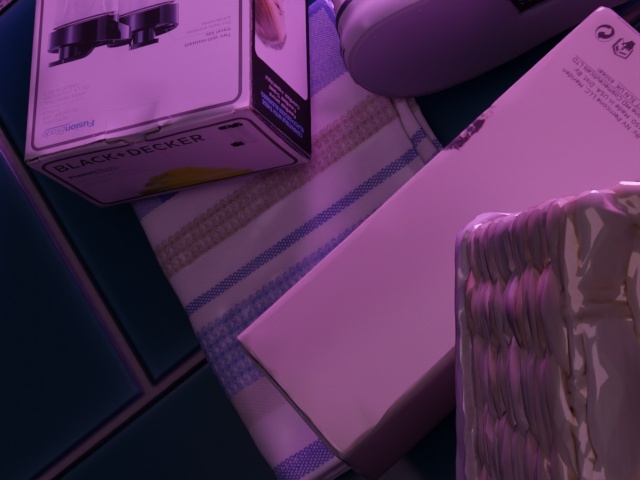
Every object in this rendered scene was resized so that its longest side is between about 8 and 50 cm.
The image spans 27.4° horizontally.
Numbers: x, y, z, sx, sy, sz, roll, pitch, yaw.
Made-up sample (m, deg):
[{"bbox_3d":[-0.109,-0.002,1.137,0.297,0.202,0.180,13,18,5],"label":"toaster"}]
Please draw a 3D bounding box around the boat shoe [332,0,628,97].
[{"bbox_3d":[0.169,-0.225,0.801,0.367,0.136,0.156,-24,59,20],"label":"boat shoe"}]

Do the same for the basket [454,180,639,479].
[{"bbox_3d":[0.233,0.129,0.539,0.328,0.266,0.331,-3,85,-1],"label":"basket"}]

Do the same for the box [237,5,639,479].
[{"bbox_3d":[0.092,0.006,0.739,0.275,0.113,0.094,-41,70,-4],"label":"box"}]

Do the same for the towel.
[{"bbox_3d":[0.000,0.000,0.857,0.209,0.034,0.285,-35,67,10],"label":"towel"}]

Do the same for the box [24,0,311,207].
[{"bbox_3d":[-0.100,-0.180,0.885,0.169,0.087,0.290,-12,65,22],"label":"box"}]
